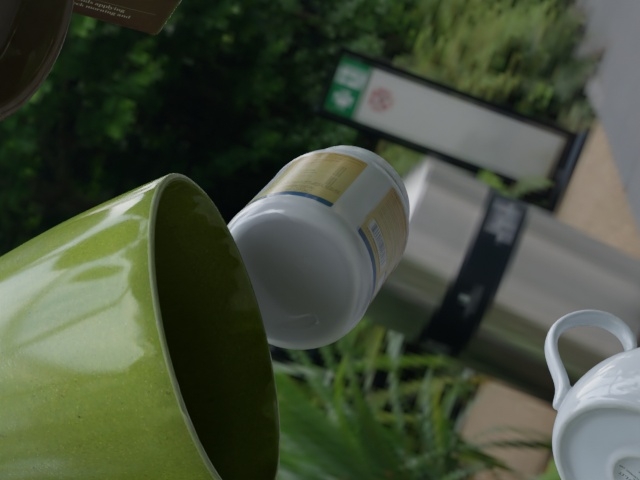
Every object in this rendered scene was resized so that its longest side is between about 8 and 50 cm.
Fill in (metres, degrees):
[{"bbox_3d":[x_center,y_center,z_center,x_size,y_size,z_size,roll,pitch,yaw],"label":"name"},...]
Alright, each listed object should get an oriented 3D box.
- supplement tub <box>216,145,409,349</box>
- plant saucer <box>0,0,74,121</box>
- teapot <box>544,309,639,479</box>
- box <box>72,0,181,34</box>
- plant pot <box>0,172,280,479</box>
[{"bbox_3d":[0.000,0.000,1.470,0.144,0.144,0.199,-69,-9,26],"label":"supplement tub"},{"bbox_3d":[-0.257,-0.205,1.020,0.278,0.041,0.277,10,-101,-59],"label":"plant saucer"},{"bbox_3d":[0.381,0.202,1.713,0.253,0.256,0.187,-5,28,44],"label":"teapot"},{"bbox_3d":[-0.174,-0.305,1.342,0.203,0.168,0.167,140,139,-58],"label":"box"},{"bbox_3d":[-0.217,0.114,1.299,0.275,0.294,0.274,-14,-90,-78],"label":"plant pot"}]
